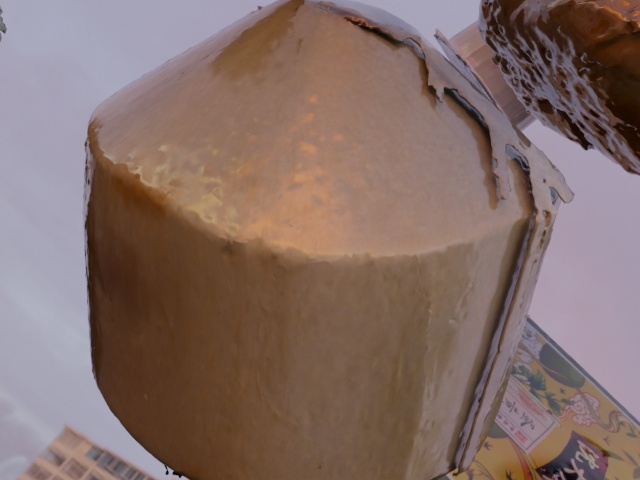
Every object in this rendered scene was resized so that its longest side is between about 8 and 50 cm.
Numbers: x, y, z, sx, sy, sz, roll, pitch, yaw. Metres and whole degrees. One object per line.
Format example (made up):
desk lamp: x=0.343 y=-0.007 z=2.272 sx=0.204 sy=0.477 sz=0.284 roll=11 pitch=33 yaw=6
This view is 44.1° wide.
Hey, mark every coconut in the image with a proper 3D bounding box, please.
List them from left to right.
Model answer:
coconut: x=0.000 y=0.000 z=0.501 sx=0.323 sy=0.323 sz=0.323 roll=25 pitch=-37 yaw=21

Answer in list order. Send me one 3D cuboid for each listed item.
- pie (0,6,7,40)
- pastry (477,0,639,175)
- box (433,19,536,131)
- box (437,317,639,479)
pie: x=-0.394 y=-0.066 z=0.527 sx=0.180 sy=0.395 sz=0.418 roll=65 pitch=-13 yaw=-14
pastry: x=0.311 y=-0.195 z=0.825 sx=0.255 sy=0.162 sz=0.311 roll=46 pitch=1 yaw=-38
box: x=0.338 y=-0.315 z=1.317 sx=0.262 sy=0.206 sz=0.291 roll=54 pitch=10 yaw=5
box: x=0.169 y=0.214 z=0.904 sx=0.420 sy=0.373 sz=0.138 roll=46 pitch=-56 yaw=21
